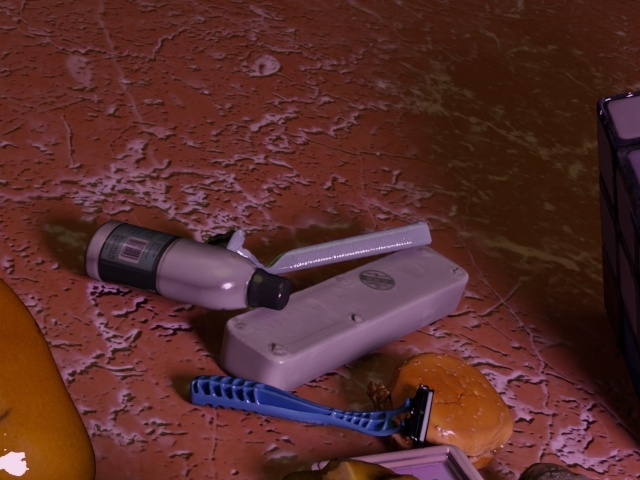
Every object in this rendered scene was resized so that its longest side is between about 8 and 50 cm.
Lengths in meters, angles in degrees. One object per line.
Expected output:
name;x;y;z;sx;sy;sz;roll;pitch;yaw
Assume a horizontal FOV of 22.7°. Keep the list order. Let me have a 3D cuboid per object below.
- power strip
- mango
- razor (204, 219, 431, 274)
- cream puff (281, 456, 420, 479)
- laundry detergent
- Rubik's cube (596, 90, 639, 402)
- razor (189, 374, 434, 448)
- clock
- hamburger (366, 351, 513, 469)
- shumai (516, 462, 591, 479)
power strip;0.041;0.085;1.845;0.091;0.062;0.385;33;33;29
mango;-0.334;0.139;1.455;0.317;0.173;0.211;47;33;15
razor;0.002;0.011;1.885;0.278;0.056;0.111;-3;-5;-22
cream puff;0.009;0.311;1.233;0.378;0.275;0.378;13;2;0
laundry detergent;-0.141;0.034;1.757;0.225;0.070;0.099;13;8;15
Rubik's cube;0.526;0.033;1.846;0.359;0.363;0.362;-13;37;2
razor;-0.012;0.174;1.658;0.253;0.042;0.082;8;41;5
clock;0.087;0.283;1.574;0.192;0.071;0.147;-2;39;-33
hamburger;0.131;0.186;1.733;0.147;0.083;0.138;-2;39;-38
shumai;0.239;0.294;1.641;0.124;0.099;0.087;20;46;43
